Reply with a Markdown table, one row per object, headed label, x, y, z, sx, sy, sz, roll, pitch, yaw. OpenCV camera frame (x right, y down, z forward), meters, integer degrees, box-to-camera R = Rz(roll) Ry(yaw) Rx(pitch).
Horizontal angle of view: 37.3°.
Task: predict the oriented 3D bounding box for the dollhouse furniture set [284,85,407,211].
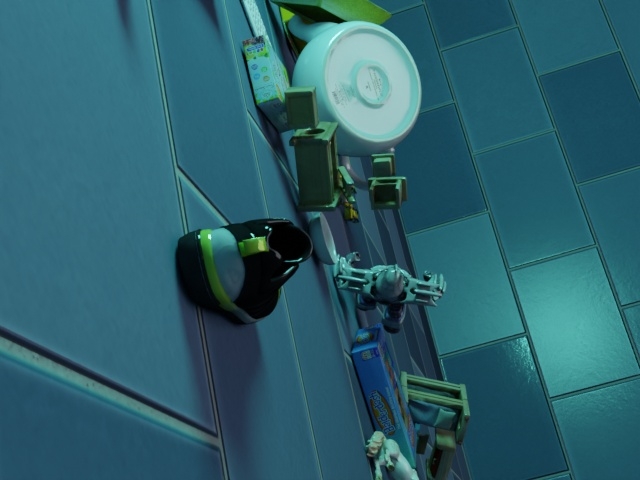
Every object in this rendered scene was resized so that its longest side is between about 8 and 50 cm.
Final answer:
| label | x | y | z | sx | sy | sz | roll | pitch | yaw |
| --- | --- | --- | --- | --- | --- | --- | --- | --- | --- |
| dollhouse furniture set | 0.044 | -0.145 | 1.389 | 0.101 | 0.161 | 0.182 | -66 | 153 | -65 |

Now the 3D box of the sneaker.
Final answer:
| label | x | y | z | sx | sy | sz | roll | pitch | yaw |
| --- | --- | --- | --- | --- | --- | --- | --- | --- | --- |
| sneaker | -0.048 | 0.026 | 0.851 | 0.235 | 0.097 | 0.084 | 14 | 60 | -80 |

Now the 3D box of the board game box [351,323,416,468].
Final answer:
| label | x | y | z | sx | sy | sz | roll | pitch | yaw |
| --- | --- | --- | --- | --- | --- | --- | --- | --- | --- |
| board game box | 0.108 | 0.258 | 1.572 | 0.160 | 0.047 | 0.210 | -49 | 121 | -81 |

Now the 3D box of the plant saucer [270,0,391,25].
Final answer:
| label | x | y | z | sx | sy | sz | roll | pitch | yaw |
| --- | --- | --- | --- | --- | --- | --- | --- | --- | --- |
| plant saucer | 0.002 | -0.428 | 1.724 | 0.188 | 0.188 | 0.045 | 15 | 93 | -46 |

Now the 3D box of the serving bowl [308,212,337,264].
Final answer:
| label | x | y | z | sx | sy | sz | roll | pitch | yaw |
| --- | --- | --- | --- | --- | --- | --- | --- | --- | --- |
| serving bowl | 0.000 | 0.000 | 1.441 | 0.083 | 0.027 | 0.083 | -17 | 90 | -81 |

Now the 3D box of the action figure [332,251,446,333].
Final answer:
| label | x | y | z | sx | sy | sz | roll | pitch | yaw |
| --- | --- | --- | --- | --- | --- | --- | --- | --- | --- |
| action figure | 0.108 | 0.077 | 1.585 | 0.285 | 0.185 | 0.099 | 96 | 16 | -77 |

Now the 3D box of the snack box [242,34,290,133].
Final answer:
| label | x | y | z | sx | sy | sz | roll | pitch | yaw |
| --- | --- | --- | --- | --- | --- | --- | --- | --- | --- |
| snack box | -0.070 | -0.226 | 1.386 | 0.141 | 0.037 | 0.100 | 43 | 31 | -74 |

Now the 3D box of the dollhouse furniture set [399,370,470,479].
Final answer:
| label | x | y | z | sx | sy | sz | roll | pitch | yaw |
| --- | --- | --- | --- | --- | --- | --- | --- | --- | --- |
| dollhouse furniture set | 0.197 | 0.370 | 1.800 | 0.129 | 0.129 | 0.183 | -77 | 179 | -72 |

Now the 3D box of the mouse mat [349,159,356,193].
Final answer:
| label | x | y | z | sx | sy | sz | roll | pitch | yaw |
| --- | --- | --- | --- | --- | --- | --- | --- | --- | --- |
| mouse mat | 0.053 | -0.222 | 2.270 | 0.152 | 0.007 | 0.189 | 63 | 12 | -51 |

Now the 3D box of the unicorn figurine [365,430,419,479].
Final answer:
| label | x | y | z | sx | sy | sz | roll | pitch | yaw |
| --- | --- | --- | --- | --- | --- | --- | --- | --- | --- |
| unicorn figurine | 0.118 | 0.352 | 1.414 | 0.111 | 0.060 | 0.162 | -73 | 146 | -74 |

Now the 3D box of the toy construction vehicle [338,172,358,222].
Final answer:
| label | x | y | z | sx | sy | sz | roll | pitch | yaw |
| --- | --- | --- | --- | --- | --- | --- | --- | --- | --- |
| toy construction vehicle | 0.049 | -0.087 | 1.924 | 0.098 | 0.035 | 0.086 | 46 | 39 | -66 |

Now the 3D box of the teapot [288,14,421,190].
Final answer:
| label | x | y | z | sx | sy | sz | roll | pitch | yaw |
| --- | --- | --- | --- | --- | --- | --- | --- | --- | --- |
| teapot | 0.044 | -0.254 | 1.691 | 0.252 | 0.187 | 0.256 | 26 | 71 | -27 |

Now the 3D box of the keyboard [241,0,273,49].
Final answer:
| label | x | y | z | sx | sy | sz | roll | pitch | yaw |
| --- | --- | --- | --- | --- | --- | --- | --- | --- | --- |
| keyboard | -0.091 | -0.317 | 1.509 | 0.072 | 0.014 | 0.256 | -89 | 161 | -63 |

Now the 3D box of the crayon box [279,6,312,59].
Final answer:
| label | x | y | z | sx | sy | sz | roll | pitch | yaw |
| --- | --- | --- | --- | --- | --- | --- | --- | --- | --- |
| crayon box | -0.030 | -0.481 | 1.988 | 0.202 | 0.081 | 0.318 | 60 | 16 | -59 |
